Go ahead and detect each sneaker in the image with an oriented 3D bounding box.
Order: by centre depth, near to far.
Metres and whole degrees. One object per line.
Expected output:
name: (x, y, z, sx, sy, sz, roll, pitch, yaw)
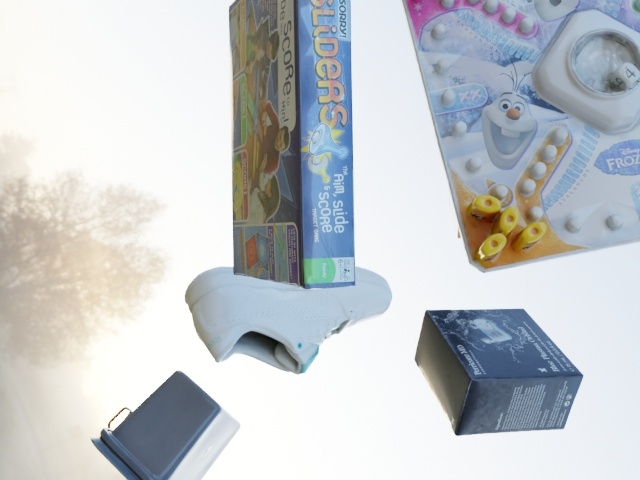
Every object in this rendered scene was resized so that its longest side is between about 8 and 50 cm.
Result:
sneaker: (-0.015, 0.078, 0.581, 0.080, 0.212, 0.094, -61, -138, 39)

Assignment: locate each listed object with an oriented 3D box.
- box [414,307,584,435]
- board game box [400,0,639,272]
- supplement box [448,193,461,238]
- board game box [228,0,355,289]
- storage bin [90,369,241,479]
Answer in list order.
box: (0.229, 0.169, 0.841, 0.156, 0.158, 0.093, -116, -150, -60)
board game box: (0.308, -0.192, 0.681, 0.050, 0.390, 0.390, 83, -4, -78)
supplement box: (0.248, -0.086, 0.993, 0.233, 0.078, 0.080, 69, 14, -62)
board game box: (-0.024, -0.073, 0.416, 0.136, 0.035, 0.201, -177, -94, -65)
storage bin: (-0.133, 0.174, 0.575, 0.098, 0.091, 0.135, 36, -18, 19)
